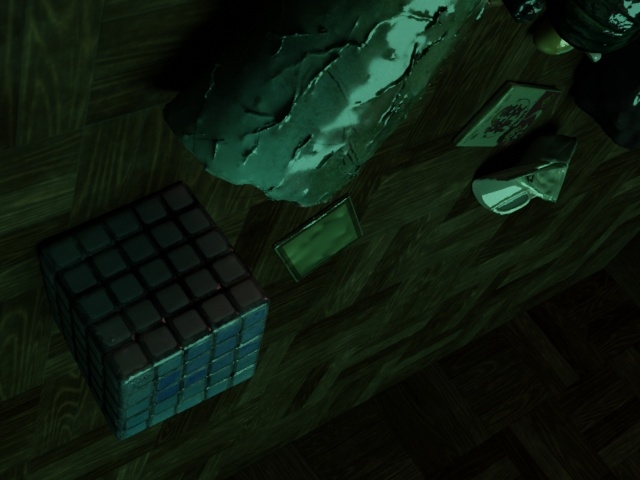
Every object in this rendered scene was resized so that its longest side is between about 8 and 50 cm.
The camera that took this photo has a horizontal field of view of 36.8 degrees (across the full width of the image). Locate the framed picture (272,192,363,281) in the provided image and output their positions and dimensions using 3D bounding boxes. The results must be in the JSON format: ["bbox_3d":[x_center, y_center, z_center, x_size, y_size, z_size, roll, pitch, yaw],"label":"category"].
[{"bbox_3d":[0.000,0.000,1.850,0.173,0.010,0.231,-35,160,-4],"label":"framed picture"}]

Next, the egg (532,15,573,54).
[{"bbox_3d":[0.403,-0.351,1.643,0.083,0.071,0.071,-30,160,1],"label":"egg"}]

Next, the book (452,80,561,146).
[{"bbox_3d":[0.370,-0.245,1.896,0.232,0.022,0.162,-8,146,-54],"label":"book"}]

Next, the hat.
[{"bbox_3d":[0.452,-0.161,2.146,0.226,0.164,0.219,4,158,4],"label":"hat"}]

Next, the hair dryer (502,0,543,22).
[{"bbox_3d":[0.159,-0.334,1.024,0.089,0.251,0.197,-32,164,18],"label":"hair dryer"}]

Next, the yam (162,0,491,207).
[{"bbox_3d":[0.013,-0.215,1.110,0.348,0.241,0.241,-47,158,23],"label":"yam"}]

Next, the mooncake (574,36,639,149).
[{"bbox_3d":[0.699,-0.355,1.943,0.351,0.212,0.381,-7,143,-42],"label":"mooncake"}]

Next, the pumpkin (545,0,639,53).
[{"bbox_3d":[0.458,-0.395,1.503,0.220,0.162,0.220,-36,171,-6],"label":"pumpkin"}]

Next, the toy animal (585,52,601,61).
[{"bbox_3d":[0.519,-0.418,1.692,0.182,0.131,0.127,-33,-167,12],"label":"toy animal"}]

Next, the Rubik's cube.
[{"bbox_3d":[-0.235,0.102,1.361,0.237,0.238,0.237,-27,156,-22],"label":"Rubik's cube"}]
